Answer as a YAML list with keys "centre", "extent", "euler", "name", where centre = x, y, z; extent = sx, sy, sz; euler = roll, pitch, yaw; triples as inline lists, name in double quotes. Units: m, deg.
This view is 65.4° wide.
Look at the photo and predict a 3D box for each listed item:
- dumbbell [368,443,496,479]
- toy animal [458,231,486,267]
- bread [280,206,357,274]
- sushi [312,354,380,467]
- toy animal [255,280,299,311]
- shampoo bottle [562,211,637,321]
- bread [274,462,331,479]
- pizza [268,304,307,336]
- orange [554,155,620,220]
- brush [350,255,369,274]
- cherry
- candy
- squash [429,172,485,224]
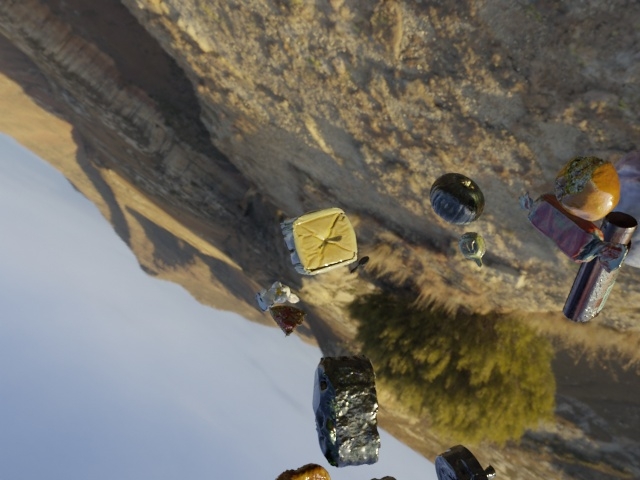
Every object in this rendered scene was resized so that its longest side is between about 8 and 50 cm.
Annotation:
- centre: [0.272, 0.653, 1.257]
  extent: [0.185, 0.389, 0.185]
  euler: [164, 90, -76]
  name: "dumbbell"
- centre: [0.564, 0.032, 1.825]
  extent: [0.098, 0.098, 0.137]
  euler: [76, 168, -82]
  name: "toy animal"
- centre: [-0.002, 0.001, 1.526]
  extent: [0.110, 0.210, 0.192]
  euler: [-12, 98, 64]
  name: "bread"
- centre: [0.050, 0.350, 1.033]
  extent: [0.127, 0.224, 0.124]
  euler: [-3, 180, -12]
  name: "sushi"
- centre: [-0.131, 0.169, 1.517]
  extent: [0.071, 0.124, 0.085]
  euler: [45, 146, 28]
  name: "toy animal"
- centre: [0.739, 0.073, 1.320]
  extent: [0.084, 0.129, 0.322]
  euler: [51, 153, 45]
  name: "shampoo bottle"
- centre: [-0.051, 0.547, 1.027]
  extent: [0.064, 0.193, 0.193]
  euler: [13, 159, 47]
  name: "bread"
- centre: [-0.078, 0.206, 1.358]
  extent: [0.100, 0.099, 0.029]
  euler: [55, 141, 27]
  name: "pizza"
- centre: [0.322, -0.061, 0.608]
  extent: [0.086, 0.062, 0.086]
  euler: [-19, -90, -81]
  name: "orange"
- centre: [0.114, 0.072, 1.451]
  extent: [0.024, 0.083, 0.008]
  euler: [33, 148, 26]
  name: "brush"
- centre: [0.901, -0.083, 1.349]
  extent: [0.335, 0.326, 0.291]
  euler: [10, -154, -33]
  name: "cherry"
- centre: [0.490, -0.028, 0.996]
  extent: [0.059, 0.086, 0.292]
  euler: [2, -148, -19]
  name: "candy"
- centre: [0.442, -0.136, 1.622]
  extent: [0.193, 0.193, 0.156]
  euler: [37, 142, -8]
  name: "squash"
